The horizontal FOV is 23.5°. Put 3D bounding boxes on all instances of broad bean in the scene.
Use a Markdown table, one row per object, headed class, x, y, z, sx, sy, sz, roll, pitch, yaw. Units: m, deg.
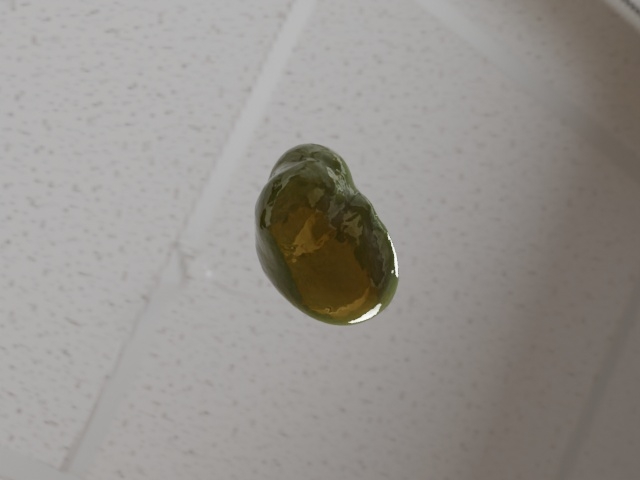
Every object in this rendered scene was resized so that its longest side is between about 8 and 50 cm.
| class | x | y | z | sx | sy | sz | roll | pitch | yaw |
| --- | --- | --- | --- | --- | --- | --- | --- | --- | --- |
| broad bean | 0.000 | 0.000 | 0.667 | 0.083 | 0.063 | 0.045 | 67 | -151 | -22 |
